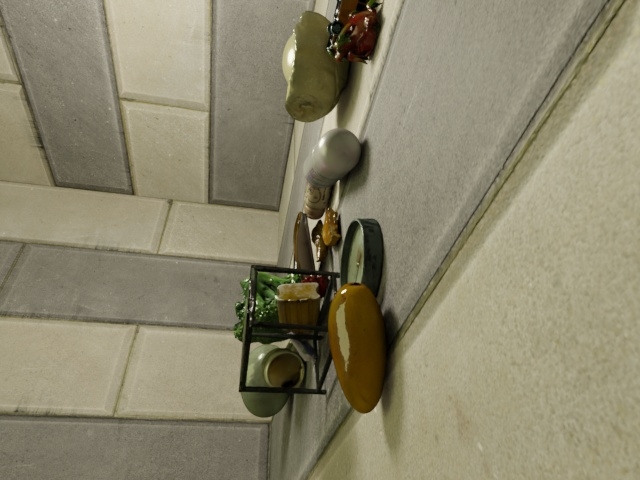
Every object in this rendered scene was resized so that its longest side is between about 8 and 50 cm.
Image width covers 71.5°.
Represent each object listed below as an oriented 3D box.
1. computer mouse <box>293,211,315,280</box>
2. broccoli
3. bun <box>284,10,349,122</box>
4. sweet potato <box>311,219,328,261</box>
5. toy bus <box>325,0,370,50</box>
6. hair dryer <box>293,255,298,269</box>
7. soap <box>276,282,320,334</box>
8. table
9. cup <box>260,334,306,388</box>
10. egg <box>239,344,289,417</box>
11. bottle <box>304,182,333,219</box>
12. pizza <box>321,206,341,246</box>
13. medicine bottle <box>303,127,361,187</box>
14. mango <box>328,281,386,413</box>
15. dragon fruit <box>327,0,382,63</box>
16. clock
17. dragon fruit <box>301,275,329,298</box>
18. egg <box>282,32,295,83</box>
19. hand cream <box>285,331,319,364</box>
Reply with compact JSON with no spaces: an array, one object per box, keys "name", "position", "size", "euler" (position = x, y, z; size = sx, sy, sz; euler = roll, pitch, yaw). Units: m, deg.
[{"name":"computer mouse","position":[-0.061,0.047,1.655],"size":[0.158,0.072,0.310],"euler":[-96,-3,-68]},{"name":"broccoli","position":[-0.204,0.274,1.846],"size":[0.413,0.321,0.310],"euler":[-142,51,-84]},{"name":"bun","position":[-0.002,-0.590,1.547],"size":[0.364,0.202,0.364],"euler":[-172,90,-87]},{"name":"sweet potato","position":[0.000,0.000,1.576],"size":[0.274,0.067,0.067],"euler":[-93,13,-61]},{"name":"toy bus","position":[0.087,-0.654,1.314],"size":[0.098,0.114,0.201],"euler":[-108,31,-66]},{"name":"hair dryer","position":[-0.092,0.046,2.174],"size":[0.195,0.050,0.173],"euler":[123,151,-60]},{"name":"soap","position":[-0.071,0.237,1.512],"size":[0.232,0.140,0.073],"euler":[90,177,-50]},{"name":"table","position":[-0.091,0.275,1.325],"size":[0.222,0.272,0.335],"euler":[-94,14,-47]},{"name":"cup","position":[-0.156,0.501,1.870],"size":[0.202,0.173,0.255],"euler":[141,134,-74]},{"name":"egg","position":[-0.260,0.672,2.137],"size":[0.258,0.258,0.352],"euler":[-165,79,-80]},{"name":"bottle","position":[-0.008,-0.176,1.646],"size":[0.110,0.097,0.209],"euler":[-68,-6,-49]},{"name":"pizza","position":[0.036,-0.043,1.464],"size":[0.178,0.041,0.131],"euler":[134,138,-75]},{"name":"medicine bottle","position":[0.031,-0.245,1.349],"size":[0.341,0.130,0.130],"euler":[171,105,-81]},{"name":"mango","position":[0.075,0.210,0.886],"size":[0.138,0.113,0.253],"euler":[129,138,-66]},{"name":"dragon fruit","position":[0.104,-0.560,1.226],"size":[0.138,0.175,0.142],"euler":[-83,-31,-86]},{"name":"clock","position":[0.092,0.057,1.058],"size":[0.226,0.049,0.226],"euler":[-173,90,-80]},{"name":"dragon fruit","position":[0.000,0.157,1.498],"size":[0.131,0.097,0.063],"euler":[-36,49,51]},{"name":"egg","position":[-0.055,-0.773,1.910],"size":[0.219,0.219,0.269],"euler":[-101,20,-60]},{"name":"hand cream","position":[-0.060,0.373,1.556],"size":[0.053,0.142,0.084],"euler":[-44,-14,11]}]
